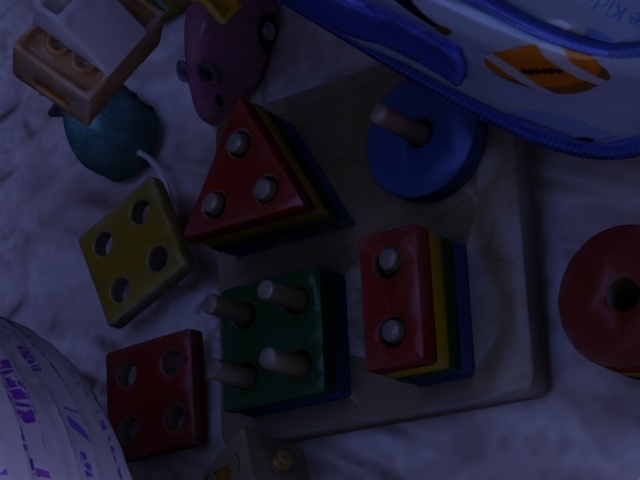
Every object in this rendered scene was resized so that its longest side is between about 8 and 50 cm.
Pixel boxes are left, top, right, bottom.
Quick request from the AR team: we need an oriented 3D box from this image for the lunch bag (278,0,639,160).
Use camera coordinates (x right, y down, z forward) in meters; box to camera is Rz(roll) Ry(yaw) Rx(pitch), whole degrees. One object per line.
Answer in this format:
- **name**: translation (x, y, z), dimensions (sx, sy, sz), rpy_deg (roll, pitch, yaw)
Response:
- **lunch bag**: translation (0.030, -0.176, 0.480), dimensions (0.303, 0.115, 0.243), rpy_deg (31, 84, 16)

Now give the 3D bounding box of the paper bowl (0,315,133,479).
- **paper bowl**: translation (-0.160, 0.160, 0.527), dimensions (0.284, 0.148, 0.284), rpy_deg (-20, 61, 40)

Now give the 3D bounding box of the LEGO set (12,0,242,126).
- **LEGO set**: translation (-0.058, -0.174, 0.625), dimensions (0.107, 0.132, 0.287), rpy_deg (-7, 73, 58)

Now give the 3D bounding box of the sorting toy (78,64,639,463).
- **sorting toy**: translation (0.000, 0.000, 0.542), dimensions (0.274, 0.046, 0.132), rpy_deg (-15, 68, 34)

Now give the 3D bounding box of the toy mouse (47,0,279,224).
- **toy mouse**: translation (-0.071, -0.074, 0.652), dimensions (0.161, 0.031, 0.143), rpy_deg (-18, 60, 32)

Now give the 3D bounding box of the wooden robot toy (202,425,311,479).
- **wooden robot toy**: translation (-0.019, 0.148, 0.488), dimensions (0.079, 0.076, 0.173), rpy_deg (-49, 47, 25)
